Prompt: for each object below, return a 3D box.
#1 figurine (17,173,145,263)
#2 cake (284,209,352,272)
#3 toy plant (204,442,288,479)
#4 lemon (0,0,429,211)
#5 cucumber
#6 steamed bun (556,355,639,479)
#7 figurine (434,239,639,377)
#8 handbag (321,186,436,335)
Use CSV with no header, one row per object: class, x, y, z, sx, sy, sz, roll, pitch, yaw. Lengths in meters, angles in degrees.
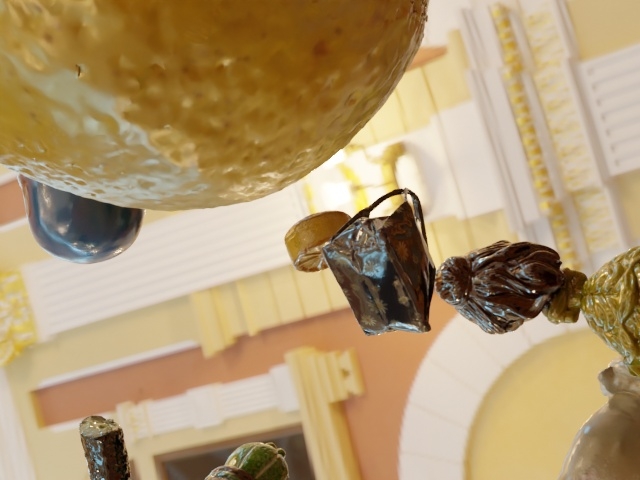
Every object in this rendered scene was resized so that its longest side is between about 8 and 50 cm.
figurine,-0.224,-0.185,1.276,0.243,0.298,0.416,35,-99,-6
cake,0.000,0.000,1.264,0.084,0.084,0.044,19,-134,-55
toy plant,-0.100,0.320,1.465,0.162,0.092,0.093,-42,-68,-50
lemon,-0.076,-0.148,0.540,0.293,0.293,0.293,34,-133,-48
cucumber,-0.256,0.310,1.391,0.058,0.052,0.215,-78,-13,-63
steamed bun,0.471,0.305,1.469,0.324,0.219,0.310,42,-109,-45
figurine,0.297,0.065,1.336,0.168,0.315,0.188,-21,-70,-46
handbag,0.068,0.007,1.048,0.115,0.072,0.139,62,-145,-29
